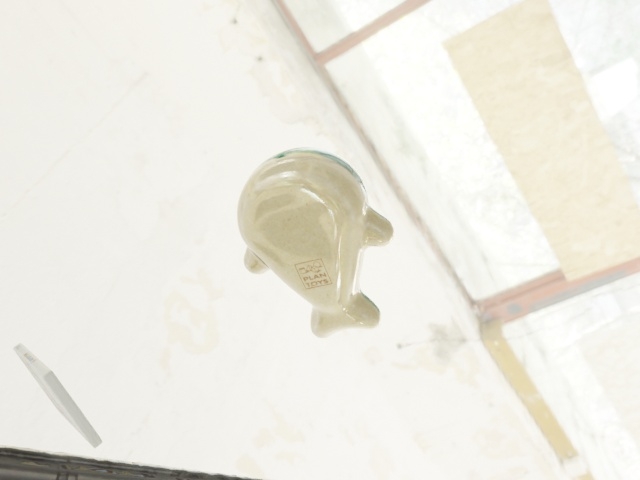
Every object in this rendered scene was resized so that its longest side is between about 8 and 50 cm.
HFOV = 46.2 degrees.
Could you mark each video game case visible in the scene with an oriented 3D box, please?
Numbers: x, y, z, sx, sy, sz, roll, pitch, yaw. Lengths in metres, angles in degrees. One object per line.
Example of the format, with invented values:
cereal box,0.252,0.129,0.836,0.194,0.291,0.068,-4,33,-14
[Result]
video game case,-0.252,0.145,0.715,0.011,0.122,0.087,-38,-66,-25

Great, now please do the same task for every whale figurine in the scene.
whale figurine,0.000,0.000,1.025,0.141,0.216,0.272,-68,-41,-60

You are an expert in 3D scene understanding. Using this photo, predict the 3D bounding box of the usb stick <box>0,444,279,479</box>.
usb stick,-0.095,0.163,0.424,0.278,0.077,0.045,16,-177,-26
